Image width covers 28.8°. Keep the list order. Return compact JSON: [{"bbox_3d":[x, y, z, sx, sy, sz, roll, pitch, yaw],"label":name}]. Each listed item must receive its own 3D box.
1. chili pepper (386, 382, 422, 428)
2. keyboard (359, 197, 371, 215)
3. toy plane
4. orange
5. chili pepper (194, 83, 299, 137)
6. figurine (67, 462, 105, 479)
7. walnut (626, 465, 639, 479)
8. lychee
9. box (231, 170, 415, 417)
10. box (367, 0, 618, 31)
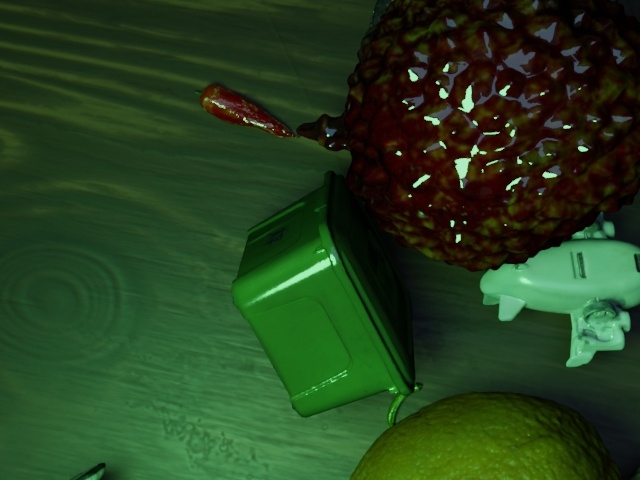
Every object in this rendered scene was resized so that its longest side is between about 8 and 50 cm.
[{"bbox_3d":[0.117,0.238,1.796,0.030,0.017,0.083,38,83,7],"label":"chili pepper"},{"bbox_3d":[0.000,0.000,1.846,0.060,0.018,0.195,42,84,12],"label":"keyboard"},{"bbox_3d":[0.352,0.057,1.767,0.252,0.118,0.252,-2,61,3],"label":"toy plane"},{"bbox_3d":[0.215,0.355,1.624,0.357,0.322,0.322,-29,80,-8],"label":"orange"},{"bbox_3d":[-0.114,-0.190,1.880,0.178,0.027,0.045,28,82,6],"label":"chili pepper"},{"bbox_3d":[-0.293,0.492,1.682,0.324,0.231,0.340,-30,88,23],"label":"figurine"},{"bbox_3d":[0.506,0.362,1.683,0.230,0.178,0.178,-37,80,-8],"label":"walnut"},{"bbox_3d":[0.208,-0.158,1.646,0.500,0.424,0.424,-4,79,25],"label":"lychee"},{"bbox_3d":[0.007,0.076,1.669,0.178,0.328,0.252,-27,105,12],"label":"box"},{"bbox_3d":[0.258,-0.336,1.872,0.350,0.058,0.211,16,83,6],"label":"box"}]
